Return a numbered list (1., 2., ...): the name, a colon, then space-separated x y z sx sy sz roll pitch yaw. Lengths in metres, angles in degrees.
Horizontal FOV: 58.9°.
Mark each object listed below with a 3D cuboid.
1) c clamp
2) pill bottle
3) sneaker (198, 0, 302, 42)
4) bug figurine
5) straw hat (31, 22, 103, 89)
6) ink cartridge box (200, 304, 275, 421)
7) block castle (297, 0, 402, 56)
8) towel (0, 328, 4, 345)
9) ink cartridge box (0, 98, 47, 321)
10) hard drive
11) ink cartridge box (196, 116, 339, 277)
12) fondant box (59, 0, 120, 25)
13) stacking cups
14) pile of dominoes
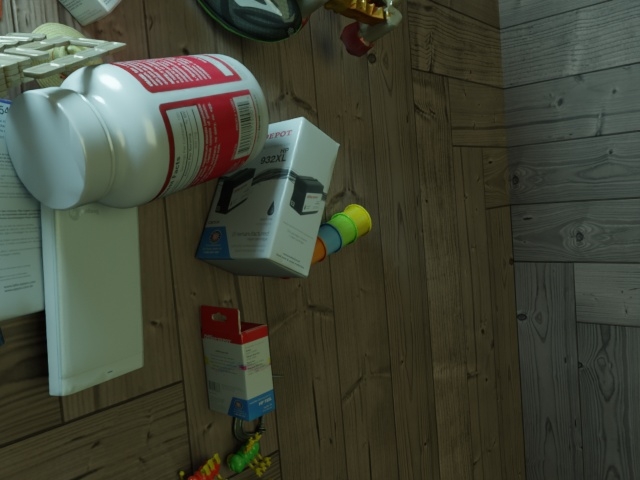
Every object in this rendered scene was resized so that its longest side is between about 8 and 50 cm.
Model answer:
1. c clamp: -0.143 0.385 1.315 0.137 0.022 0.160 26 69 -46
2. pill bottle: -0.288 -0.188 0.962 0.408 0.229 0.228 -33 114 -54
3. sneaker: -0.195 -0.594 1.112 0.185 0.202 0.483 -49 123 -11
4. bug figurine: -0.185 0.553 1.224 0.216 0.072 0.278 -32 112 -47
5. straw hat: -0.422 -0.308 0.975 0.145 0.061 0.144 3 87 -50
6. ink cartridge box: -0.176 0.245 1.193 0.078 0.134 0.230 -10 98 -48
7. block castle: 0.029 -0.712 1.404 0.303 0.213 0.452 4 79 -38
8. towel: -0.532 0.117 0.862 0.067 0.029 0.119 -27 109 -48
9. ink cartridge box: -0.511 -0.039 0.768 0.324 0.072 0.329 -13 98 -75
10. hard drive: -0.385 0.087 0.980 0.203 0.040 0.307 -6 95 -70
11. ink cartridge box: -0.111 -0.086 1.207 0.129 0.223 0.307 30 67 -44
12. fondant box: -0.430 -0.574 0.945 0.330 0.096 0.238 50 54 -37
13. stacking cups: 0.000 0.000 1.450 0.316 0.096 0.096 -28 111 -42
14. pile of dominoes: -0.433 -0.262 0.837 0.251 0.196 0.040 -68 165 -60
